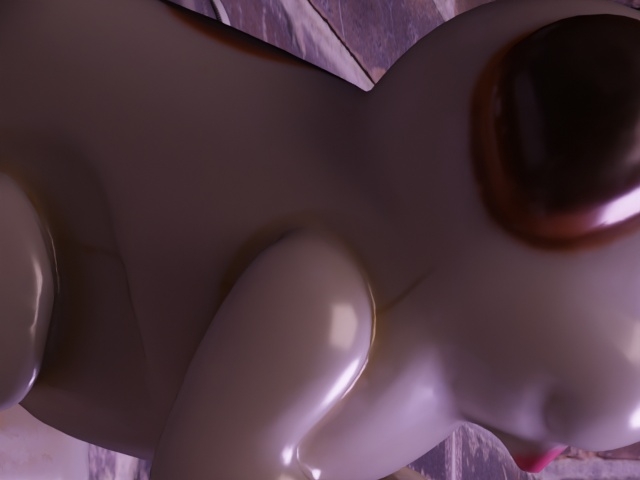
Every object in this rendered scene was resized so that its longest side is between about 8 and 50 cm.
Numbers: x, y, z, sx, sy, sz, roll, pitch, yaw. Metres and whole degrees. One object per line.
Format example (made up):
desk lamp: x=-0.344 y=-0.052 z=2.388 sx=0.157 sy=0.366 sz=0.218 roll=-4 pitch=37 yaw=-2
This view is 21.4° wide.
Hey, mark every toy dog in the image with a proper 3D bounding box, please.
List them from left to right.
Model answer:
toy dog: x=0.000 y=0.000 z=0.820 sx=0.284 sy=0.408 sz=0.395 roll=44 pitch=45 yaw=-68

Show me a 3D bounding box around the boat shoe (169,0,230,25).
boat shoe: x=-0.113 y=-0.167 z=1.067 sx=0.069 sy=0.081 sz=0.228 roll=-28 pitch=107 yaw=-69
